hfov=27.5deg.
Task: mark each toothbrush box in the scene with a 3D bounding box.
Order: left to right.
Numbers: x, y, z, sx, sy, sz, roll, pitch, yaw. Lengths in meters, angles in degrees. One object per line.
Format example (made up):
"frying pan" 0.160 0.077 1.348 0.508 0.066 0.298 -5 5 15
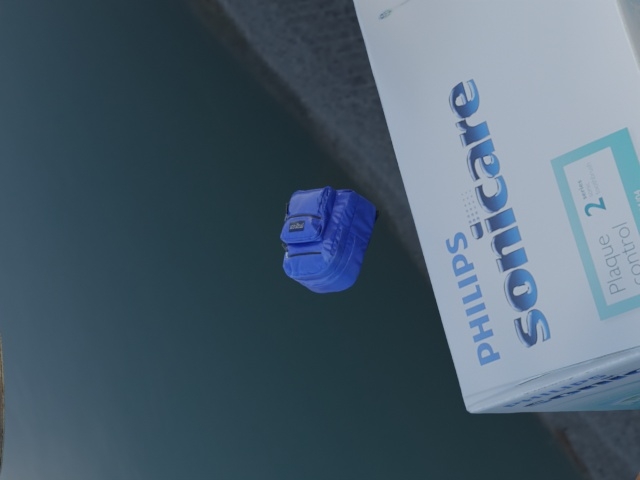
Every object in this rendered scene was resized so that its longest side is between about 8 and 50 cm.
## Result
"toothbrush box" 0.165 -0.033 0.658 0.126 0.295 0.216 -25 70 33

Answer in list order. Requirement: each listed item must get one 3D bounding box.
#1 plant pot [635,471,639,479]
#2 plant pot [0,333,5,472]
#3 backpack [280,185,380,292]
"plant pot" 0.417 0.323 1.340 0.203 0.291 0.291 24 131 8
"plant pot" -0.376 0.147 1.168 0.167 0.165 0.167 180 90 -70
"backpack" 0.000 0.000 1.617 0.098 0.101 0.120 -9 61 46
